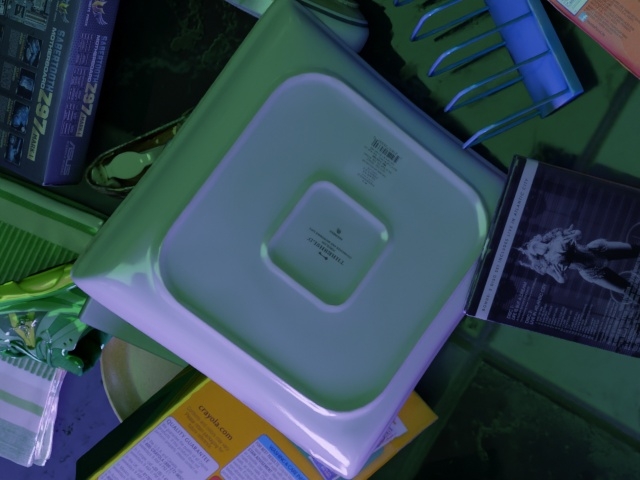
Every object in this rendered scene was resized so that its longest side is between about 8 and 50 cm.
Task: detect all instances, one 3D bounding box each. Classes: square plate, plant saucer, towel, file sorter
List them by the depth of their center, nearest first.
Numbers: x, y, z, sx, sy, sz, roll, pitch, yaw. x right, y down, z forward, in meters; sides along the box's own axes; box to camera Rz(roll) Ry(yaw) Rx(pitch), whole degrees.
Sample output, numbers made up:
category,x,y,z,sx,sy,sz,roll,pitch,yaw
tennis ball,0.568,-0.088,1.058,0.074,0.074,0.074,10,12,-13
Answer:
category,x,y,z,sx,sy,sz,roll,pitch,yaw
file sorter,0.153,-0.186,1.166,0.104,0.118,0.170,-25,87,-7
square plate,0.000,0.000,1.178,0.347,0.049,0.344,38,83,-13
plant saucer,-0.130,0.137,1.369,0.241,0.037,0.241,2,98,17
towel,-0.389,0.082,1.441,0.247,0.038,0.325,22,105,13

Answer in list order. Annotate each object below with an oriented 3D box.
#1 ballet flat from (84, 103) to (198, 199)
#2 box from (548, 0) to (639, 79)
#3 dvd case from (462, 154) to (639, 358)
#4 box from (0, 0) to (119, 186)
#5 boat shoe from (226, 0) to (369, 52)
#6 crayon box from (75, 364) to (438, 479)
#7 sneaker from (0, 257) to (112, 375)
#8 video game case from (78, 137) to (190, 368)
category,x,y,z,sx,sy,sz,roll,pitch,yaw
ballet flat,-0.157,-0.097,1.318,0.221,0.079,0.077,-21,93,19
box,0.359,-0.192,1.111,0.300,0.142,0.154,42,108,7
dvd case,0.267,0.022,1.198,0.221,0.018,0.165,14,104,-9
box,-0.316,-0.195,1.333,0.183,0.059,0.233,23,106,34
boat shoe,-0.074,-0.291,1.249,0.302,0.109,0.094,31,104,13
crayon box,-0.067,0.208,1.275,0.323,0.083,0.203,-40,107,2
sneaker,-0.303,0.097,1.337,0.295,0.109,0.124,-18,91,18
video game case,-0.118,0.029,1.276,0.193,0.023,0.212,26,97,-16
